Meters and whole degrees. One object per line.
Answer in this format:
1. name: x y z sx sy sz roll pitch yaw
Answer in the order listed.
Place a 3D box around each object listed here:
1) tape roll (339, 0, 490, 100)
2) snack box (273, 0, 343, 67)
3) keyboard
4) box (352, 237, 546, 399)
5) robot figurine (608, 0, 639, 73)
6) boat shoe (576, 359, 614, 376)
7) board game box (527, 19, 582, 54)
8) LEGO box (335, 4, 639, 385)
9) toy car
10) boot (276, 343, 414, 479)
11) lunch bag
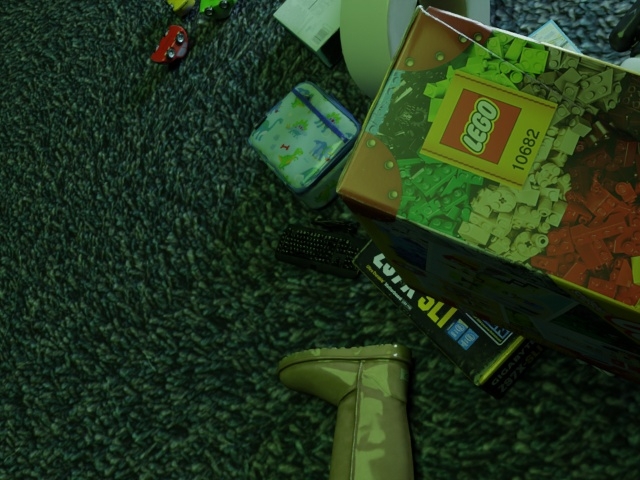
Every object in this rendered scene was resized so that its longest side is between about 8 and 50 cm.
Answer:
1. tape roll: 0.158 -0.359 1.480 0.100 0.286 0.286 15 74 41
2. snack box: 0.072 -0.506 1.783 0.322 0.060 0.187 -45 47 5
3. keyboard: 0.000 0.000 1.552 0.192 0.038 0.100 12 72 39
4. box: 0.230 0.034 1.338 0.257 0.079 0.322 -48 47 5
5. robot figurine: 0.522 -0.245 1.228 0.278 0.173 0.209 -49 35 2
6. boat shoe: 0.355 0.148 1.212 0.100 0.035 0.035 55 128 38
7. board game box: 0.338 -0.275 1.475 0.154 0.026 0.103 -36 48 14
8. LEGO box: 0.262 -0.006 0.966 0.372 0.500 0.193 22 83 17
9. toy car: -0.268 -0.505 2.038 0.225 0.053 0.239 -15 57 29
10. boot: 0.028 0.292 1.325 0.236 0.089 0.270 -13 59 31
11. lunch bag: -0.016 -0.177 1.636 0.176 0.090 0.219 -43 48 4
